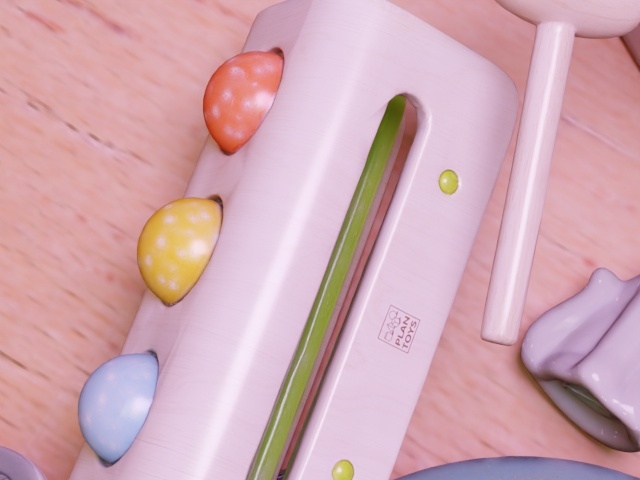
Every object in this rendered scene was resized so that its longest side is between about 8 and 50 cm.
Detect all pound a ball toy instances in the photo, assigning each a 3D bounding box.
[{"bbox_3d":[0.000,0.000,0.731,0.135,0.208,0.319,26,78,-24],"label":"pound a ball toy"}]

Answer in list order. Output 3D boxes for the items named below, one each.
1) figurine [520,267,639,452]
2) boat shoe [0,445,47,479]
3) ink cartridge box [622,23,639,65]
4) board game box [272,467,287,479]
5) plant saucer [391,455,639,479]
[{"bbox_3d":[0.248,0.055,0.831,0.215,0.092,0.209,43,78,2],"label":"figurine"},{"bbox_3d":[-0.198,0.257,0.771,0.118,0.103,0.321,10,80,18],"label":"boat shoe"},{"bbox_3d":[0.300,-0.190,0.771,0.306,0.226,0.131,-28,86,-2],"label":"ink cartridge box"},{"bbox_3d":[-0.098,0.214,0.830,0.259,0.030,0.136,-16,89,-3],"label":"board game box"},{"bbox_3d":[0.098,0.264,0.781,0.317,0.044,0.318,1,102,5],"label":"plant saucer"}]
